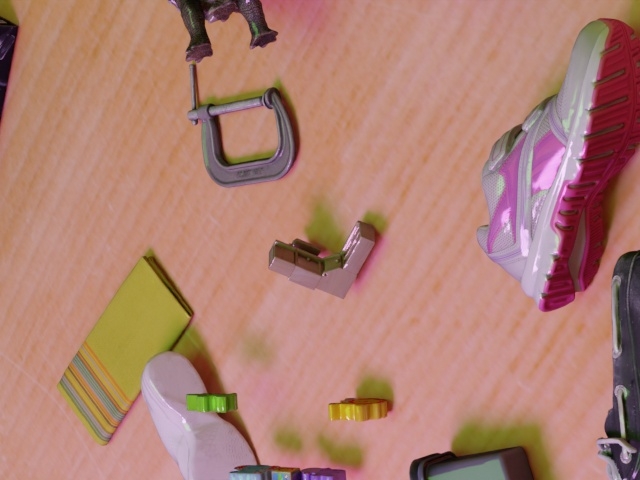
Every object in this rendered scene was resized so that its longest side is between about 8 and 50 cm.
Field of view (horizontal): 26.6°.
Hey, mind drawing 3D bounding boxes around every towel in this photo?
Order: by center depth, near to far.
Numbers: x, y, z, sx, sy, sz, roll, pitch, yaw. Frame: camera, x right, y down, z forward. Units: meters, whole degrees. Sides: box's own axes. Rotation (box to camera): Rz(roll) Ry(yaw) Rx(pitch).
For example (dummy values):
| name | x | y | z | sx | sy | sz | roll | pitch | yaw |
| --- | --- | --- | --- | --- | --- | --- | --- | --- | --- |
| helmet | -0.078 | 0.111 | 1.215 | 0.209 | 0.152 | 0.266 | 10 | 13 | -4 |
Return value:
| name | x | y | z | sx | sy | sz | roll | pitch | yaw |
| --- | --- | --- | --- | --- | --- | --- | --- | --- | --- |
| towel | -0.232 | 0.133 | 1.604 | 0.102 | 0.021 | 0.237 | 49 | 122 | 21 |

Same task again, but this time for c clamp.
| name | x | y | z | sx | sy | sz | roll | pitch | yaw |
| --- | --- | --- | --- | --- | --- | --- | --- | --- | --- |
| c clamp | -0.088 | -0.125 | 1.448 | 0.160 | 0.022 | 0.137 | 2 | 95 | 42 |

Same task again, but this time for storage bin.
| name | x | y | z | sx | sy | sz | roll | pitch | yaw |
| --- | --- | --- | --- | --- | --- | --- | --- | --- | --- |
| storage bin | 0.149 | 0.251 | 1.229 | 0.091 | 0.098 | 0.135 | -23 | 78 | 30 |

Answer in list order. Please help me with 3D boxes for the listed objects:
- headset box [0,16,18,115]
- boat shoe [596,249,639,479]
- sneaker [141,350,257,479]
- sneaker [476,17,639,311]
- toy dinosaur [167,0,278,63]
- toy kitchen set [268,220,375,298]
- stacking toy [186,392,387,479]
| name | x | y | z | sx | sy | sz | roll | pitch | yaw |
| --- | --- | --- | --- | --- | --- | --- | --- | --- | --- |
| headset box | -0.540 | -0.184 | 1.773 | 0.246 | 0.131 | 0.283 | 28 | 112 | 36 |
| boat shoe | 0.276 | 0.156 | 1.090 | 0.105 | 0.113 | 0.306 | -7 | 86 | 48 |
| sneaker | -0.138 | 0.229 | 1.501 | 0.212 | 0.080 | 0.094 | 62 | 149 | 15 |
| sneaker | 0.194 | -0.071 | 1.148 | 0.111 | 0.103 | 0.252 | 29 | 111 | 35 |
| toy dinosaur | -0.102 | -0.276 | 1.282 | 0.313 | 0.121 | 0.160 | 100 | 146 | -65 |
| toy kitchen set | 0.000 | 0.000 | 1.355 | 0.068 | 0.083 | 0.075 | -93 | 28 | -60 |
| stacking toy | -0.034 | 0.241 | 1.383 | 0.221 | 0.052 | 0.167 | -1 | 93 | 26 |
